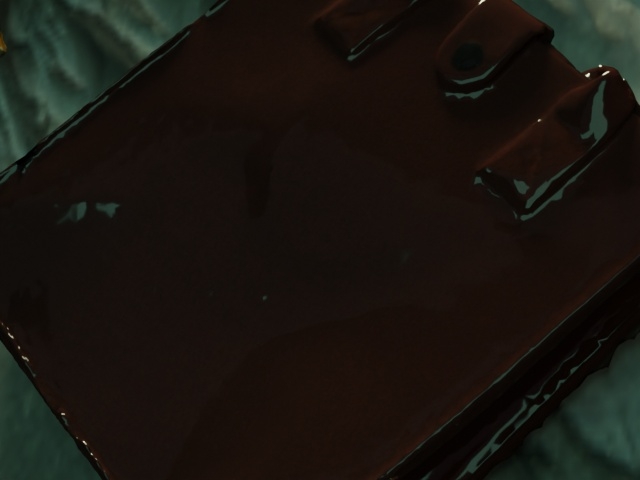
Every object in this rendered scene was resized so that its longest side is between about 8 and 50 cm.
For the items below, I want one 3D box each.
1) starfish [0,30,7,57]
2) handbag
[{"bbox_3d":[-0.228,-0.228,0.850,0.302,0.084,0.293,20,71,24],"label":"starfish"},{"bbox_3d":[-0.001,0.000,0.652,0.275,0.084,0.260,-41,55,-4],"label":"handbag"}]
